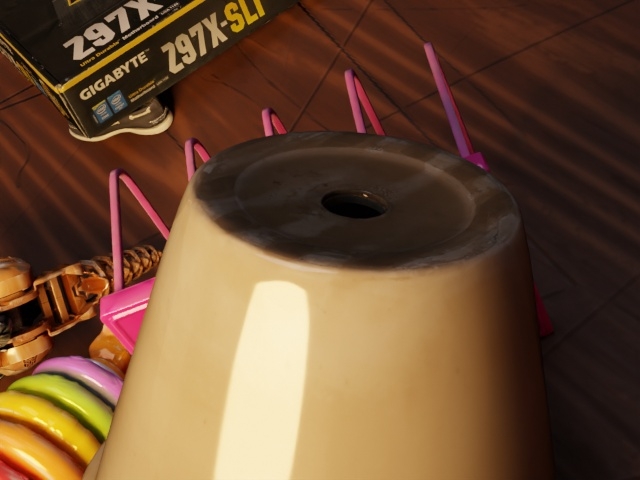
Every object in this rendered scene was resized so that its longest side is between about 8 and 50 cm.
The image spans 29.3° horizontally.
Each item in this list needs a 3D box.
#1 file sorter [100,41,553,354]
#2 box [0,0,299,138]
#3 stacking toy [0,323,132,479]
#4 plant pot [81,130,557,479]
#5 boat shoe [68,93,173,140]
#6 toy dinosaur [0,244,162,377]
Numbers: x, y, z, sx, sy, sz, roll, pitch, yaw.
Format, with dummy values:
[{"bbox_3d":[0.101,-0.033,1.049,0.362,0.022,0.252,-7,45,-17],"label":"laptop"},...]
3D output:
[{"bbox_3d":[0.000,0.000,0.966,0.290,0.202,0.182,-21,46,9],"label":"file sorter"},{"bbox_3d":[-0.187,-0.271,1.329,0.322,0.079,0.257,-35,45,-13],"label":"box"},{"bbox_3d":[-0.211,0.156,0.995,0.175,0.165,0.302,-47,6,47],"label":"stacking toy"},{"bbox_3d":[0.012,0.097,0.742,0.323,0.280,0.323,4,27,-2],"label":"plant pot"},{"bbox_3d":[-0.217,-0.133,1.287,0.125,0.038,0.046,1,55,27],"label":"boat shoe"},{"bbox_3d":[-0.289,0.075,1.047,0.218,0.322,0.164,1,88,57],"label":"toy dinosaur"}]
